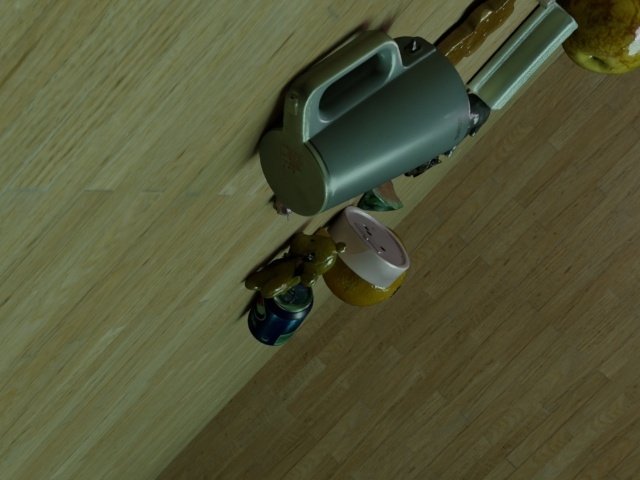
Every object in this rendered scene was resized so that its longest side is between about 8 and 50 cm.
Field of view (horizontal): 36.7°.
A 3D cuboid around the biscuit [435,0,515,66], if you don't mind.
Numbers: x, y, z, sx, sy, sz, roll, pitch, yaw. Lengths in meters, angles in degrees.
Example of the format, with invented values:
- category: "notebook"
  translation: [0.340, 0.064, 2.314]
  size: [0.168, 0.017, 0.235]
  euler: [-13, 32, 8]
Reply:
- category: "biscuit"
  translation: [0.235, -0.333, 1.586]
  size: [0.225, 0.036, 0.166]
  euler: [-43, 173, -3]

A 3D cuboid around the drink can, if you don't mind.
- category: "drink can"
  translation: [-0.089, 0.154, 2.171]
  size: [0.118, 0.118, 0.205]
  euler: [-41, 172, -32]

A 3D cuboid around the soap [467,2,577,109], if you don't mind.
- category: "soap"
  translation: [0.465, -0.426, 2.212]
  size: [0.265, 0.087, 0.160]
  euler: [-47, 174, 18]

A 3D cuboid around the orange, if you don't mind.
- category: "orange"
  translation: [0.110, 0.057, 2.409]
  size: [0.236, 0.236, 0.236]
  euler: [-45, 173, -7]

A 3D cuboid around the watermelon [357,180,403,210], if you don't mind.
- category: "watermelon"
  translation: [0.133, -0.102, 2.329]
  size: [0.101, 0.080, 0.155]
  euler: [-11, -175, 15]

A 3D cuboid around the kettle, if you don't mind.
- category: "kettle"
  translation: [0.051, -0.151, 1.160]
  size: [0.243, 0.160, 0.211]
  euler: [-34, 149, -34]

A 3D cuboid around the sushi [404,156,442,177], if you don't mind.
- category: "sushi"
  translation: [0.210, -0.195, 2.091]
  size: [0.094, 0.098, 0.084]
  euler: [-27, -176, 41]

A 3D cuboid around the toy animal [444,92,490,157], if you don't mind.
- category: "toy animal"
  translation: [0.312, -0.267, 2.280]
  size: [0.269, 0.082, 0.137]
  euler: [-33, 164, -45]

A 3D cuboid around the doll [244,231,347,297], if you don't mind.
- category: "doll"
  translation: [-0.053, 0.044, 1.886]
  size: [0.137, 0.097, 0.209]
  euler: [3, -155, 44]

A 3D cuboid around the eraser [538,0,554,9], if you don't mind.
- category: "eraser"
  translation: [0.513, -0.546, 2.040]
  size: [0.122, 0.029, 0.052]
  euler: [-46, 173, 6]

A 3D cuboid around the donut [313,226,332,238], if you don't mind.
- category: "donut"
  translation: [0.000, 0.000, 2.139]
  size: [0.067, 0.038, 0.083]
  euler: [-50, 177, 15]

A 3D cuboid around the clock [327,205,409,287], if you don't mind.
- category: "clock"
  translation: [0.109, 0.014, 2.198]
  size: [0.068, 0.197, 0.197]
  euler: [-47, 173, 21]

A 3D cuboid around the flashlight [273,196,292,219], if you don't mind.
- category: "flashlight"
  translation: [-0.057, -0.054, 1.493]
  size: [0.031, 0.052, 0.110]
  euler: [-9, 178, -1]

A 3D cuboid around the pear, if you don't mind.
- category: "pear"
  translation: [0.715, -0.542, 2.354]
  size: [0.281, 0.281, 0.281]
  euler: [-45, 173, -7]
